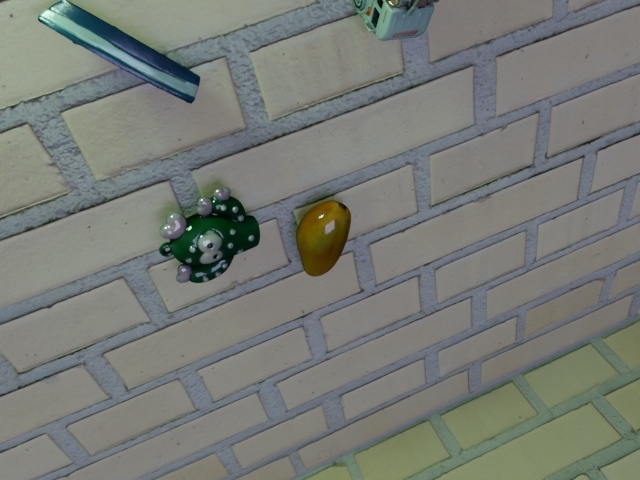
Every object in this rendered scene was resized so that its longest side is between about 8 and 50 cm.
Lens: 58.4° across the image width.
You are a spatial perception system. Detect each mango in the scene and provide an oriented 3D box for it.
[{"bbox_3d":[0.000,0.000,1.512,0.138,0.113,0.254,-8,136,-26],"label":"mango"}]

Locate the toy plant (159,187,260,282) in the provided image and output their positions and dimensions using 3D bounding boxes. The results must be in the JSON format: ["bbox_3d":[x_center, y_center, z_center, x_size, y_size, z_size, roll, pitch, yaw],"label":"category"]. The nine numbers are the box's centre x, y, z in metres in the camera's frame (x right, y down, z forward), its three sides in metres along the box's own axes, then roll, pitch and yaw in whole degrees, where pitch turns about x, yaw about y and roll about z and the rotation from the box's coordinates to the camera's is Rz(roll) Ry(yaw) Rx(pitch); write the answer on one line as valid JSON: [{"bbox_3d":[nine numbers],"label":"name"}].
[{"bbox_3d":[-0.267,-0.005,1.373,0.243,0.113,0.233,-32,135,-8],"label":"toy plant"}]

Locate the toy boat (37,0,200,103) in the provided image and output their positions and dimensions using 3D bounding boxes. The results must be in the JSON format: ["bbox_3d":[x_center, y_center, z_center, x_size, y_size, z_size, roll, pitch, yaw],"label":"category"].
[{"bbox_3d":[-0.363,-0.351,1.063,0.299,0.096,0.062,23,103,-35],"label":"toy boat"}]

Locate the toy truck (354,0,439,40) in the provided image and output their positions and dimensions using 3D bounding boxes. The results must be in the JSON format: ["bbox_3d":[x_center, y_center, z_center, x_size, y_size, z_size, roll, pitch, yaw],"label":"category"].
[{"bbox_3d":[0.172,-0.526,1.090,0.136,0.162,0.305,-12,152,-18],"label":"toy truck"}]
